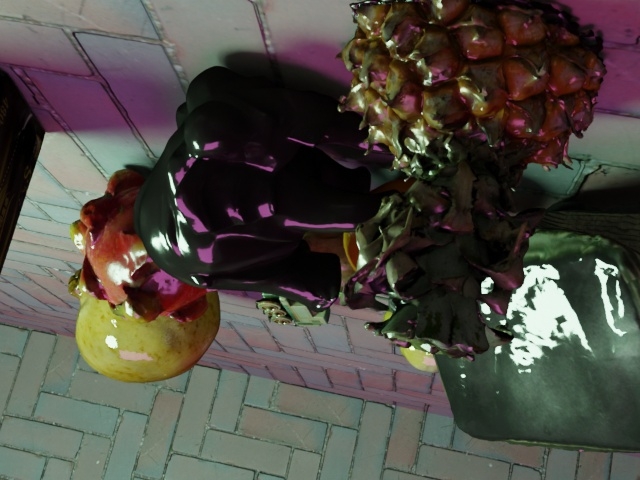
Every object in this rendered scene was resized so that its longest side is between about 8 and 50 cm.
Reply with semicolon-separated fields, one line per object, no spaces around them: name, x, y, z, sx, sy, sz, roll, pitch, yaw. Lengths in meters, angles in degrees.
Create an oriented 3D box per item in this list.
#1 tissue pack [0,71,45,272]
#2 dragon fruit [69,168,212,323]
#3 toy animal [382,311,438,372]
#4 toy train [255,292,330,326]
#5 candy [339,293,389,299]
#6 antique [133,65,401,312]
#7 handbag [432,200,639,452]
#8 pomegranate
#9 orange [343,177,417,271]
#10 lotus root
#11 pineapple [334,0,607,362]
tissue pack;-0.502;-0.026;1.058;0.198;0.370;0.210;12;164;-1
dragon fruit;-0.217;-0.002;1.235;0.307;0.243;0.227;-33;119;14
toy animal;0.165;0.075;1.179;0.121;0.169;0.233;6;-166;18
toy train;-0.052;0.115;1.692;0.125;0.081;0.194;-1;158;10
candy;0.091;0.107;1.636;0.123;0.035;0.035;10;-163;-23
antique;-0.071;-0.045;0.956;0.255;0.185;0.322;24;134;-23
handbag;0.297;0.081;0.963;0.240;0.247;0.340;-23;-176;-35
pomegranate;-0.335;0.152;1.702;0.307;0.307;0.307;12;163;4
orange;0.101;-0.013;1.052;0.156;0.124;0.156;-20;159;-8
lotus root;0.000;0.000;1.190;0.214;0.138;0.138;14;165;21
pineapple;0.107;-0.035;0.737;0.262;0.272;0.262;11;163;4
